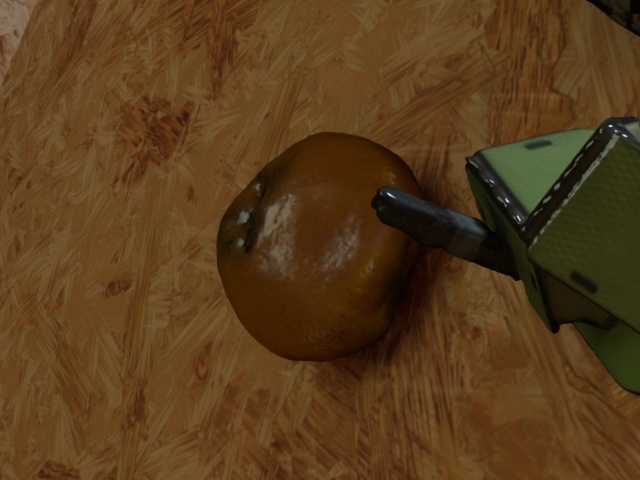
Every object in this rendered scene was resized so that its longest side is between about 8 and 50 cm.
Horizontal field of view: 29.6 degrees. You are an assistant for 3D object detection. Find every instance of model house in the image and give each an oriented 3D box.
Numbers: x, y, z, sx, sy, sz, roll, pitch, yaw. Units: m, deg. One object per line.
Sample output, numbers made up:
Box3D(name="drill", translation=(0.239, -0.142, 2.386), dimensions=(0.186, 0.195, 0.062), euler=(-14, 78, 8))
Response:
Box3D(name="model house", translation=(0.192, -0.035, 0.938), dimensions=(0.218, 0.278, 0.205), euler=(-54, 36, 20))

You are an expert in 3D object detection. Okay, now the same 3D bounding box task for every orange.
Box3D(name="orange", translation=(0.000, 0.000, 1.271), dimensions=(0.249, 0.183, 0.249), euler=(-34, 44, 42))

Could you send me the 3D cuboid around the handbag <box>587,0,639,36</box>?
Box3D(name="handbag", translation=(0.208, -0.396, 1.125), dimensions=(0.180, 0.316, 0.416), euler=(-42, 35, 34))
